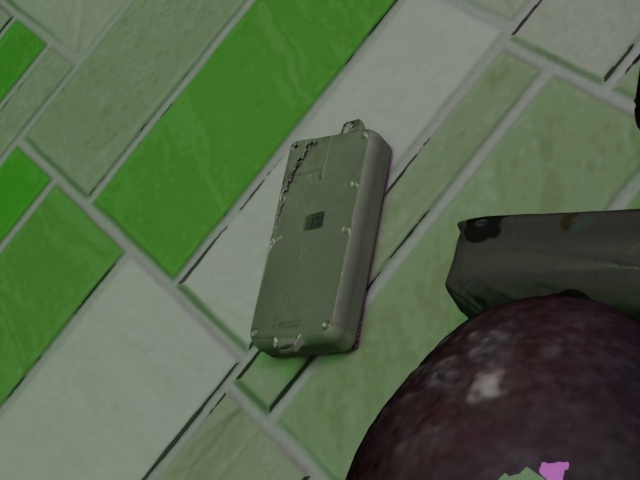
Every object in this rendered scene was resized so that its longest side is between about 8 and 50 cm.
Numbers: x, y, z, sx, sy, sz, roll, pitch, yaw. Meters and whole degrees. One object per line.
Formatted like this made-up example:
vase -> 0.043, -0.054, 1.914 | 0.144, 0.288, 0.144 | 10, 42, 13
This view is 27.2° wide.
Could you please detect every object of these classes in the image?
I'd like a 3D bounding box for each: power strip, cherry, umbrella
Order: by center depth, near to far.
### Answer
cherry -> 0.113, 0.144, 0.698 | 0.213, 0.184, 0.266 | -9, 42, 24
umbrella -> 0.226, 0.016, 0.771 | 0.337, 0.067, 0.073 | -3, 75, 37
power strip -> 0.000, 0.000, 0.983 | 0.081, 0.035, 0.192 | -9, 57, 35

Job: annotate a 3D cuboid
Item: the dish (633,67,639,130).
dish -> 0.322, -0.135, 0.785 | 0.243, 0.080, 0.182 | -4, 60, 39
